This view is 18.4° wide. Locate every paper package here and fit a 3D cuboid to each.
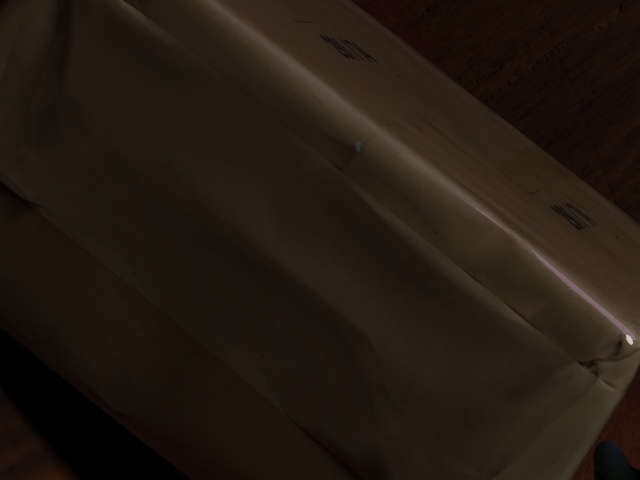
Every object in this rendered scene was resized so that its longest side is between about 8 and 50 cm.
[{"bbox_3d":[0.000,0.000,0.926,0.309,0.168,0.325,38,11,5],"label":"paper package"}]

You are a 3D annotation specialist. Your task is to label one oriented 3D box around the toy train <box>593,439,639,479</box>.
[{"bbox_3d":[0.240,0.227,1.107,0.334,0.142,0.190,79,-9,-48],"label":"toy train"}]
